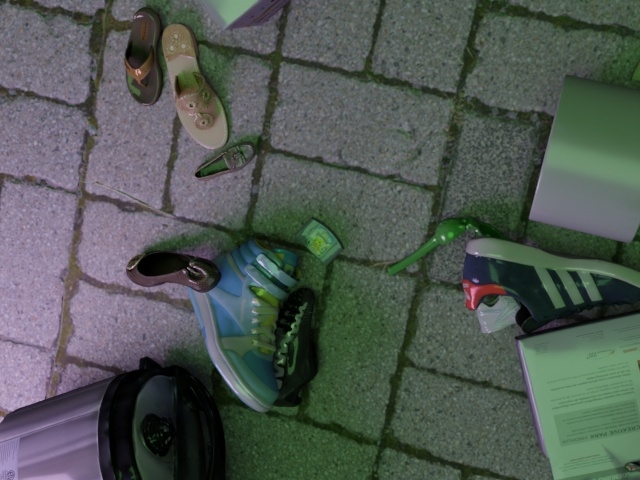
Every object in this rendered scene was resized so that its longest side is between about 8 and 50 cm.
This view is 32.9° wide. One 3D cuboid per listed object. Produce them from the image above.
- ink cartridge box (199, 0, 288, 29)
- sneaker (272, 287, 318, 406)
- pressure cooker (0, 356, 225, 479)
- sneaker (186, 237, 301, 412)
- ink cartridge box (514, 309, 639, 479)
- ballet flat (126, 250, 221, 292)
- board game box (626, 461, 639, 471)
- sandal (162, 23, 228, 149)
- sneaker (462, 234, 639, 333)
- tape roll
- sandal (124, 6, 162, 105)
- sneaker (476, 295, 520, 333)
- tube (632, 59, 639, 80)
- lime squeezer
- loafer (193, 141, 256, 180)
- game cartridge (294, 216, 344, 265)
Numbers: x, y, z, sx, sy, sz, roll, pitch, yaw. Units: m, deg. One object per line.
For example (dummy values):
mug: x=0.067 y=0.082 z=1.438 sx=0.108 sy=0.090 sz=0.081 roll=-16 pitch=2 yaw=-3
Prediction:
ink cartridge box: x=-0.119 y=-0.469 z=1.811 sx=0.171 sy=0.232 sz=0.168 roll=-36 pitch=94 yaw=17
sneaker: x=-0.044 y=0.205 z=2.018 sx=0.106 sy=0.078 sz=0.234 roll=21 pitch=86 yaw=-29
pressure cooker: x=-0.364 y=0.436 z=1.982 sx=0.421 sy=0.375 sz=0.369 roll=-21 pitch=93 yaw=17
sneaker: x=-0.104 y=0.131 z=1.938 sx=0.208 sy=0.127 sz=0.319 roll=-34 pitch=62 yaw=13
ink cartridge box: x=0.509 y=0.262 z=1.822 sx=0.310 sy=0.130 sz=0.271 roll=-12 pitch=86 yaw=6
ballet flat: x=-0.279 y=0.048 z=1.988 sx=0.250 sy=0.084 sz=0.058 roll=8 pitch=146 yaw=45
board game box: x=0.536 y=0.397 z=1.928 sx=0.194 sy=0.060 sz=0.194 roll=19 pitch=106 yaw=9
sandal: x=-0.241 y=-0.273 z=1.959 sx=0.088 sy=0.079 sz=0.240 roll=-15 pitch=98 yaw=16
sneaker: x=0.408 y=0.093 z=1.838 sx=0.350 sy=0.131 sz=0.148 roll=11 pitch=93 yaw=3
tape roll: x=0.446 y=-0.131 z=1.744 sx=0.169 sy=0.246 sz=0.246 roll=13 pitch=104 yaw=10
sandal: x=-0.327 y=-0.333 z=1.978 sx=0.072 sy=0.049 sz=0.180 roll=13 pitch=114 yaw=14
sneaker: x=0.348 y=0.117 z=1.918 sx=0.152 sy=0.054 sz=0.061 roll=-19 pitch=94 yaw=17
tube: x=0.587 y=-0.367 z=1.762 sx=0.070 sy=0.062 sz=0.240 roll=34 pitch=118 yaw=47
lime squeezer: x=0.269 y=0.012 z=1.913 sx=0.311 sy=0.059 sz=0.109 roll=-1 pitch=101 yaw=12
loafer: x=-0.176 y=-0.141 z=1.992 sx=0.125 sy=0.039 sz=0.045 roll=-25 pitch=94 yaw=17
game cartridge: x=0.000 y=0.000 z=1.994 sx=0.083 sy=0.017 sz=0.056 roll=44 pitch=103 yaw=1
